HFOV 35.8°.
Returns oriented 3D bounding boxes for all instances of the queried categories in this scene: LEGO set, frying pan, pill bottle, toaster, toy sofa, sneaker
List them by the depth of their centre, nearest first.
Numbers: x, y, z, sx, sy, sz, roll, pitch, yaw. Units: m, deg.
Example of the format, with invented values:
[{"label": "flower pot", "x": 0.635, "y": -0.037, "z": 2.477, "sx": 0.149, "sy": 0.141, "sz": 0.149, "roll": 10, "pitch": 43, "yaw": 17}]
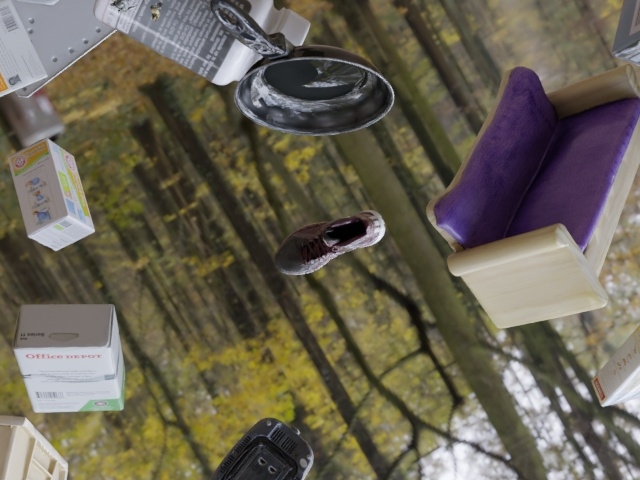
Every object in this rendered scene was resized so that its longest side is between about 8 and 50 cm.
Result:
[{"label": "LEGO set", "x": -0.228, "y": -0.282, "z": 1.166, "sx": 0.054, "sy": 0.083, "sz": 0.023, "roll": 93, "pitch": 19, "yaw": -55}, {"label": "frying pan", "x": -0.055, "y": -0.201, "z": 1.181, "sx": 0.326, "sy": 0.053, "sz": 0.197, "roll": 20, "pitch": 152, "yaw": -40}, {"label": "toy sofa", "x": 0.282, "y": -0.081, "z": 1.200, "sx": 0.150, "sy": 0.177, "sz": 0.362, "roll": -17, "pitch": -152, "yaw": 41}, {"label": "pill bottle", "x": -0.171, "y": -0.329, "z": 1.452, "sx": 0.161, "sy": 0.283, "sz": 0.161, "roll": -58, "pitch": -169, "yaw": 19}, {"label": "toaster", "x": -0.117, "y": 0.417, "z": 1.702, "sx": 0.227, "sy": 0.129, "sz": 0.146, "roll": -51, "pitch": 175, "yaw": -20}, {"label": "sneaker", "x": 0.000, "y": 0.000, "z": 2.258, "sx": 0.281, "sy": 0.106, "sz": 0.162, "roll": -24, "pitch": 174, "yaw": 16}]

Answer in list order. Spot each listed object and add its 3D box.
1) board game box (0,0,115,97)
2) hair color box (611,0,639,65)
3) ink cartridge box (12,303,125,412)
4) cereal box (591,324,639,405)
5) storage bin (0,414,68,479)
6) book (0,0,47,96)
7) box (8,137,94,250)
[{"label": "board game box", "x": -0.637, "y": -0.588, "z": 2.235, "sx": 0.390, "sy": 0.390, "sz": 0.050, "roll": -38, "pitch": -173, "yaw": -2}, {"label": "hair color box", "x": 0.641, "y": -0.280, "z": 1.438, "sx": 0.185, "sy": 0.374, "sz": 0.114, "roll": 160, "pitch": -54, "yaw": -75}, {"label": "ink cartridge box", "x": -0.402, "y": 0.193, "z": 1.607, "sx": 0.153, "sy": 0.087, "sz": 0.208, "roll": 0, "pitch": 143, "yaw": -6}, {"label": "cereal box", "x": 0.473, "y": 0.135, "z": 1.279, "sx": 0.173, "sy": 0.047, "sz": 0.240, "roll": -9, "pitch": 151, "yaw": -15}, {"label": "storage bin", "x": -0.498, "y": 0.318, "z": 1.317, "sx": 0.262, "sy": 0.123, "sz": 0.260, "roll": 4, "pitch": 154, "yaw": 2}, {"label": "book", "x": -0.393, "y": -0.199, "z": 1.105, "sx": 0.144, "sy": 0.096, "sz": 0.035, "roll": -27, "pitch": -167, "yaw": -17}, {"label": "box", "x": -0.580, "y": -0.100, "z": 2.135, "sx": 0.103, "sy": 0.203, "sz": 0.114, "roll": -25, "pitch": 157, "yaw": 9}]
